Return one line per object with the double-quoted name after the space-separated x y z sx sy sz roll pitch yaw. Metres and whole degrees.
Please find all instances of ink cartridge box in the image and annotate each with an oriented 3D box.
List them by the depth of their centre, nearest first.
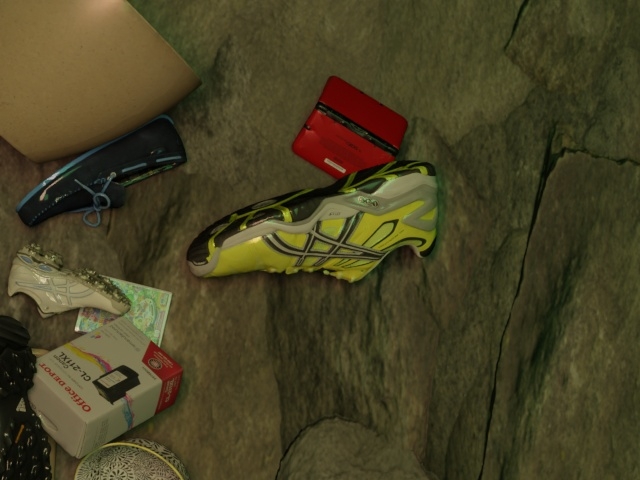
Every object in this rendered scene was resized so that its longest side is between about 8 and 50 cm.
-0.290 0.191 1.686 0.127 0.072 0.175 38 40 22 "ink cartridge box"

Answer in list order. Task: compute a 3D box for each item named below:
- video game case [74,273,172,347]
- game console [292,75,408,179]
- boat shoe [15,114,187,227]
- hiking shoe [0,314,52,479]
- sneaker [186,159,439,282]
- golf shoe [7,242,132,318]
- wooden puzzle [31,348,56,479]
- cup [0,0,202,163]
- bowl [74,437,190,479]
-0.277 0.101 1.799 0.122 0.011 0.087 15 76 -12 "video game case"
0.045 -0.159 1.941 0.144 0.085 0.124 30 104 -8 "game console"
-0.297 -0.085 1.782 0.258 0.109 0.089 -34 91 -17 "boat shoe"
-0.423 0.245 1.617 0.113 0.132 0.304 -2 90 -58 "hiking shoe"
0.000 0.000 1.833 0.384 0.145 0.147 -16 103 -10 "sneaker"
-0.347 0.074 1.759 0.176 0.069 0.086 25 96 5 "golf shoe"
-0.507 0.307 1.656 0.322 0.080 0.348 4 78 -15 "wooden puzzle"
-0.358 -0.244 1.707 0.331 0.331 0.237 44 88 -4 "cup"
-0.237 0.326 1.714 0.170 0.170 0.080 43 27 -4 "bowl"
